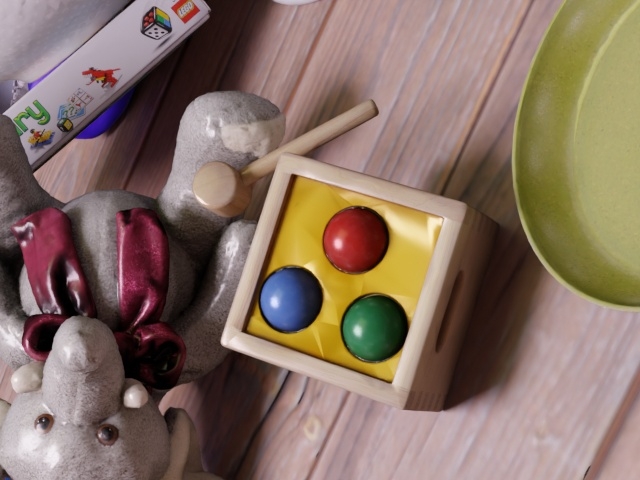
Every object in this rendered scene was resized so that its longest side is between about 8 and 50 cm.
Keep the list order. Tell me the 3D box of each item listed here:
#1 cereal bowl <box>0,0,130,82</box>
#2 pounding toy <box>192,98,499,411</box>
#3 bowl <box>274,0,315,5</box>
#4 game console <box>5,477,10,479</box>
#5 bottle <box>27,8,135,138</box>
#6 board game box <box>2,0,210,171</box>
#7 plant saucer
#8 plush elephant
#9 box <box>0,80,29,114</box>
[{"bbox_3d":[-0.244,-0.243,1.210,0.339,0.141,0.339,-38,18,14],"label":"cereal bowl"},{"bbox_3d":[-0.002,-0.010,0.871,0.206,0.094,0.181,17,89,22],"label":"pounding toy"},{"bbox_3d":[-0.029,-0.352,1.119,0.298,0.134,0.298,-29,53,46],"label":"bowl"},{"bbox_3d":[-0.363,0.228,1.177,0.173,0.293,0.250,24,94,56],"label":"game console"},{"bbox_3d":[-0.256,-0.233,1.419,0.118,0.092,0.283,-51,39,32],"label":"bottle"},{"bbox_3d":[-0.235,-0.102,1.187,0.305,0.053,0.193,-43,9,-12],"label":"board game box"},{"bbox_3d":[0.202,-0.074,0.749,0.241,0.037,0.241,-27,55,46],"label":"plant saucer"},{"bbox_3d":[-0.169,0.080,1.012,0.255,0.272,0.330,-95,10,-51],"label":"plush elephant"},{"bbox_3d":[-0.424,-0.277,1.544,0.076,0.242,0.307,-52,39,26],"label":"box"}]
